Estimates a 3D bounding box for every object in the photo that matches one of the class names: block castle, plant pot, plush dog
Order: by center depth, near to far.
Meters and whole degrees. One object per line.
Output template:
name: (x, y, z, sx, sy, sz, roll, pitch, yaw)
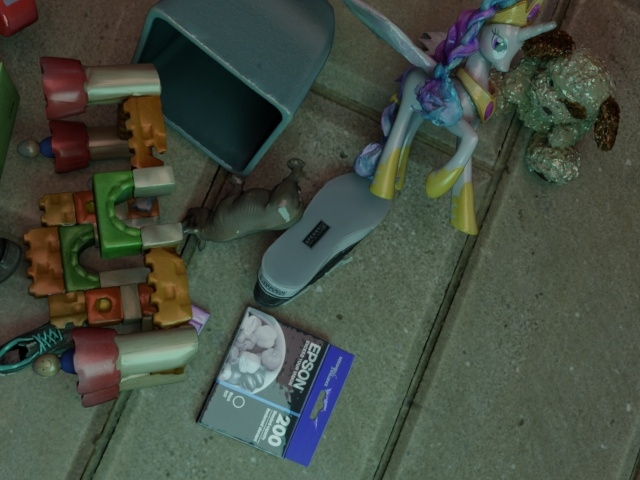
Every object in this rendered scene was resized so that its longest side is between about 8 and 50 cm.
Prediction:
block castle: (-0.318, -0.004, 1.241, 0.213, 0.303, 0.452, -7, 77, -16)
plant pot: (-0.119, -0.299, 1.366, 0.247, 0.248, 0.252, 37, 61, -7)
plush dog: (0.410, -0.249, 1.470, 0.210, 0.225, 0.262, -43, 94, -12)

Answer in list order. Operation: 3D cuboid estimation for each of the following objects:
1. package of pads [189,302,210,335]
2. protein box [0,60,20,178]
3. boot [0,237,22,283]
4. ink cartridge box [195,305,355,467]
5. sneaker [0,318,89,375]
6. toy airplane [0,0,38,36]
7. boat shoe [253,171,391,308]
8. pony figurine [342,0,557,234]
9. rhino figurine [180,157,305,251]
package of pads: (-0.218, 0.141, 1.408, 0.050, 0.032, 0.083, 31, 80, -6)
protein box: (-0.542, -0.158, 1.278, 0.136, 0.201, 0.199, 12, 83, -11)
boot: (-0.579, 0.008, 1.221, 0.263, 0.229, 0.091, -28, 49, 18)
ink cartridge box: (-0.068, 0.242, 1.426, 0.208, 0.045, 0.206, 24, 81, -10)
sneaker: (-0.431, 0.161, 1.340, 0.167, 0.076, 0.065, -29, 93, -13)
toy airplane: (-0.593, -0.477, 1.238, 0.385, 0.272, 0.386, 7, 55, -26)
boat shoe: (0.003, 0.003, 1.428, 0.113, 0.105, 0.306, 37, 55, 4)
pony figurine: (0.178, -0.238, 1.362, 0.303, 0.351, 0.363, 5, 111, -39)
rhino figurine: (-0.130, -0.046, 1.380, 0.243, 0.073, 0.106, -16, 51, 20)
